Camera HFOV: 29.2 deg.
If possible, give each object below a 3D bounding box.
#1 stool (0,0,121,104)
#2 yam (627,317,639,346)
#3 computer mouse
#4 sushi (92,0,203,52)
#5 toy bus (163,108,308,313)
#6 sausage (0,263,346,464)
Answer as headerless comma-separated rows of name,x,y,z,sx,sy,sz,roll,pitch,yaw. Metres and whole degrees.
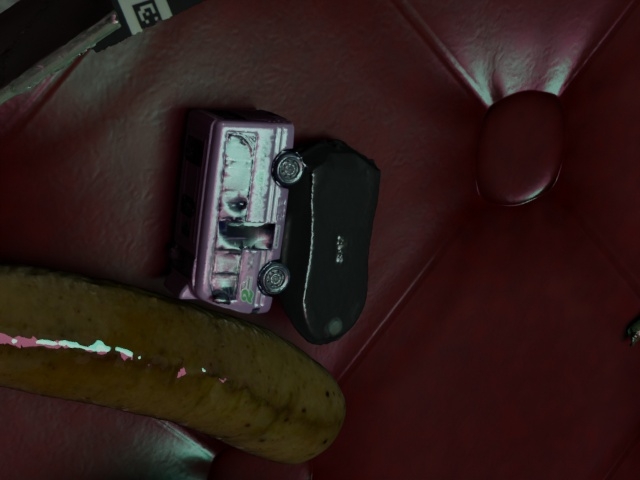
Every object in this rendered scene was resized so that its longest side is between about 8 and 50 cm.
stool,-0.333,-0.208,0.908,0.270,0.170,0.243,-32,124,4
yam,0.458,0.093,1.660,0.129,0.027,0.033,-38,145,-16
computer mouse,0.000,0.000,1.302,0.122,0.073,0.217,1,98,-47
sushi,-0.164,-0.288,1.101,0.215,0.050,0.192,-30,98,-26
toy bus,-0.088,-0.030,1.222,0.108,0.096,0.199,1,104,-29
sausage,-0.169,0.115,1.208,0.501,0.123,0.136,22,126,-36
